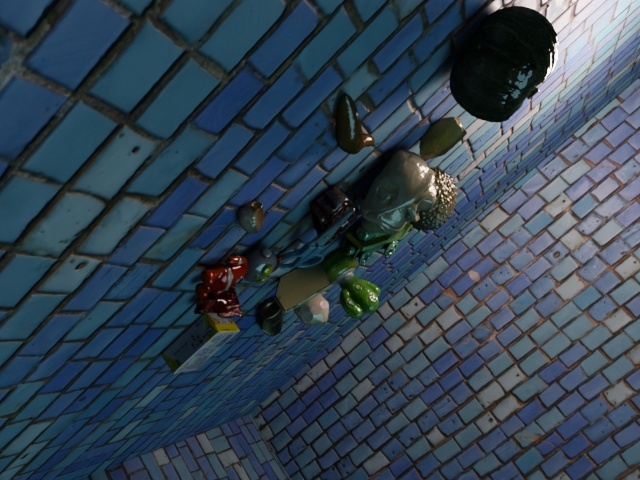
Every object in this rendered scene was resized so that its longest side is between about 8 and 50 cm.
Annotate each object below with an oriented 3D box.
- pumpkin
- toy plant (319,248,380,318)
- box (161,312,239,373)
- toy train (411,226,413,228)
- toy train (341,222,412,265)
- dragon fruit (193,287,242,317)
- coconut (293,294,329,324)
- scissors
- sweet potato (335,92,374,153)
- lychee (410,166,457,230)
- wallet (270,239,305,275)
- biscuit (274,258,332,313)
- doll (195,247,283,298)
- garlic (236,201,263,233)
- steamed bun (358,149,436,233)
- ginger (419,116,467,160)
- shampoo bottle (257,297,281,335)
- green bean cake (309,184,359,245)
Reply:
[{"bbox_3d":[0.553,-0.524,1.498,0.291,0.257,0.327,-47,171,-17],"label":"pumpkin"},{"bbox_3d":[0.143,0.205,2.250,0.224,0.316,0.184,-19,155,-39],"label":"toy plant"},{"bbox_3d":[-0.473,0.404,1.955,0.265,0.097,0.168,-43,159,11],"label":"box"},{"bbox_3d":[0.463,-0.068,2.617,0.103,0.044,0.064,-13,158,-50],"label":"toy train"},{"bbox_3d":[0.251,-0.025,2.215,0.369,0.150,0.237,-16,142,-46],"label":"toy train"},{"bbox_3d":[-0.379,0.246,1.764,0.092,0.122,0.192,-32,167,28],"label":"dragon fruit"},{"bbox_3d":[-0.039,0.344,2.435,0.171,0.183,0.171,-35,157,-18],"label":"coconut"},{"bbox_3d":[0.000,0.000,1.738,0.193,0.029,0.447,-1,154,-32],"label":"scissors"},{"bbox_3d":[0.097,-0.308,1.437,0.108,0.079,0.346,-53,162,3],"label":"sweet potato"},{"bbox_3d":[0.463,-0.177,2.099,0.255,0.274,0.255,-4,152,-2],"label":"lychee"},{"bbox_3d":[-0.138,0.070,1.907,0.190,0.033,0.095,-40,158,2],"label":"wallet"},{"bbox_3d":[-0.085,0.193,2.084,0.252,0.150,0.052,-29,157,-25],"label":"biscuit"},{"bbox_3d":[-0.259,0.106,1.672,0.336,0.105,0.199,-19,152,-41],"label":"doll"},{"bbox_3d":[-0.201,-0.057,1.479,0.084,0.066,0.152,-33,157,-19],"label":"garlic"},{"bbox_3d":[0.304,-0.154,1.840,0.324,0.219,0.310,-55,165,-6],"label":"steamed bun"},{"bbox_3d":[0.453,-0.384,1.850,0.193,0.115,0.122,-37,179,30],"label":"ginger"},{"bbox_3d":[-0.233,0.376,2.325,0.126,0.084,0.350,-33,160,-20],"label":"shampoo bottle"},{"bbox_3d":[0.037,-0.086,1.774,0.198,0.097,0.233,-40,160,4],"label":"green bean cake"}]
